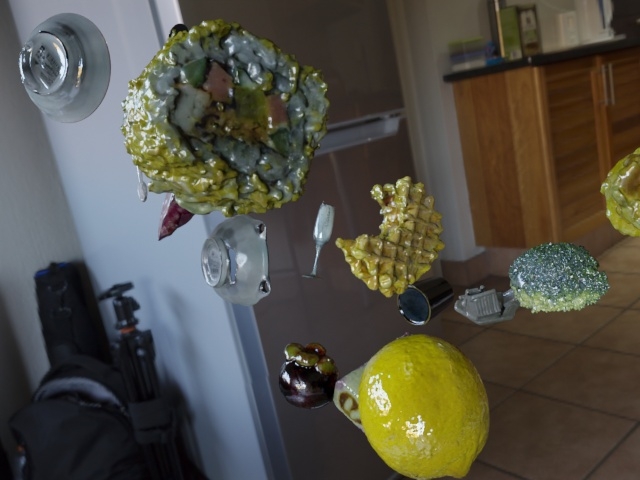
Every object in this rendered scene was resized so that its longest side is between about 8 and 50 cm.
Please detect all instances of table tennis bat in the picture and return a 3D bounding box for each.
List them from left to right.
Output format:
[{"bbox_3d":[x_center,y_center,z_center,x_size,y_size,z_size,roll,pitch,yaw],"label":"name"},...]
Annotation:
[{"bbox_3d":[-0.364,-0.506,1.514,0.007,0.083,0.050,39,2,36],"label":"table tennis bat"}]

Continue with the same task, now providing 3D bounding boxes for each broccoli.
[{"bbox_3d":[0.581,0.093,1.484,0.226,0.176,0.198,22,58,19],"label":"broccoli"}]

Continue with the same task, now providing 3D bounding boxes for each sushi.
[{"bbox_3d":[-0.192,-0.228,1.224,0.396,0.352,0.240,20,-12,-35],"label":"sushi"}]

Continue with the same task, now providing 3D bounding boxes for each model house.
[{"bbox_3d":[0.602,0.216,2.134,0.229,0.122,0.188,-9,-27,1],"label":"model house"}]

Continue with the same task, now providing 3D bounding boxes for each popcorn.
[{"bbox_3d":[0.667,-0.101,1.206,0.197,0.198,0.155,-10,-7,6],"label":"popcorn"}]

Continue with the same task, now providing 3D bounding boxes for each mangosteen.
[{"bbox_3d":[-0.033,0.428,1.892,0.209,0.210,0.210,-11,13,3],"label":"mangosteen"}]

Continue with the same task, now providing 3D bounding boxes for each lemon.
[{"bbox_3d":[0.243,0.394,1.442,0.336,0.336,0.336,-11,13,3],"label":"lemon"}]

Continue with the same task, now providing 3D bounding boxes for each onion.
[{"bbox_3d":[-0.394,-0.108,1.746,0.111,0.248,0.250,15,8,-20],"label":"onion"}]

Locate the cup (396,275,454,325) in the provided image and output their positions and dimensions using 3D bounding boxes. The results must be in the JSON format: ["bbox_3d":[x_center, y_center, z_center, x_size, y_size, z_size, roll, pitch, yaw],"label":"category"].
[{"bbox_3d":[0.398,0.208,2.402,0.177,0.166,0.239,-20,53,-40],"label":"cup"}]

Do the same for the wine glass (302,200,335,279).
[{"bbox_3d":[0.000,0.000,2.018,0.074,0.262,0.074,12,-6,1],"label":"wine glass"}]

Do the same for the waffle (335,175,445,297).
[{"bbox_3d":[0.211,-0.010,1.722,0.324,0.261,0.151,-55,18,-23],"label":"waffle"}]

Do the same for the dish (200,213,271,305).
[{"bbox_3d":[-0.263,0.060,1.746,0.120,0.303,0.303,-3,6,-34],"label":"dish"}]

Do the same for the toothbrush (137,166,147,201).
[{"bbox_3d":[-0.513,-0.249,1.697,0.025,0.307,0.029,-1,-24,-30],"label":"toothbrush"}]

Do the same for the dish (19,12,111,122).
[{"bbox_3d":[-0.627,-0.412,1.424,0.260,0.260,0.085,-7,4,21],"label":"dish"}]

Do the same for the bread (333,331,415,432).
[{"bbox_3d":[0.219,0.435,1.858,0.338,0.155,0.187,-27,44,-32],"label":"bread"}]
